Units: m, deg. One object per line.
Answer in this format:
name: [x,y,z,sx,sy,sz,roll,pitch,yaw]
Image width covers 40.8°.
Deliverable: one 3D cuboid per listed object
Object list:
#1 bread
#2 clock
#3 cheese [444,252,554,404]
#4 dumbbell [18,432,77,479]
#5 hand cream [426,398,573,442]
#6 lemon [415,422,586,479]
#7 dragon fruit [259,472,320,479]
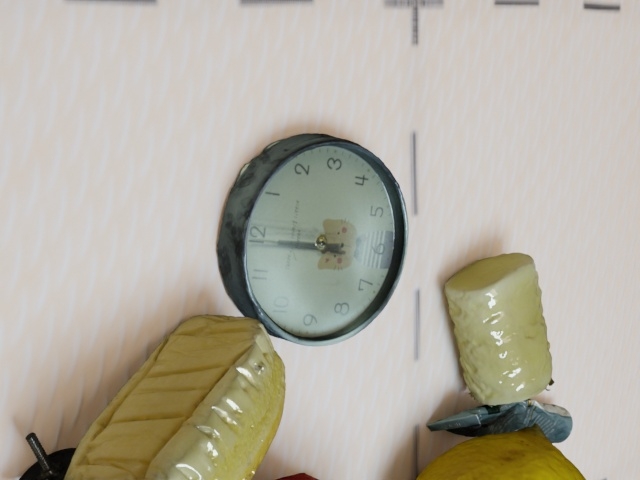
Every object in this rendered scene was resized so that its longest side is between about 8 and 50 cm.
bread: [-0.116,0.170,0.769,0.236,0.140,0.106,-56,131,-46]
clock: [0.000,0.000,0.908,0.226,0.049,0.226,-7,102,-37]
cheese: [0.224,0.110,1.063,0.123,0.094,0.167,-21,109,-20]
dumbbell: [-0.226,0.231,0.764,0.069,0.069,0.147,-33,116,-28]
hand cream: [0.251,0.242,1.124,0.248,0.052,0.075,9,134,-42]
lemon: [0.202,0.349,1.007,0.253,0.228,0.228,-29,114,-19]
dragon fruit: [-0.002,0.326,0.822,0.290,0.290,0.189,40,68,-34]
